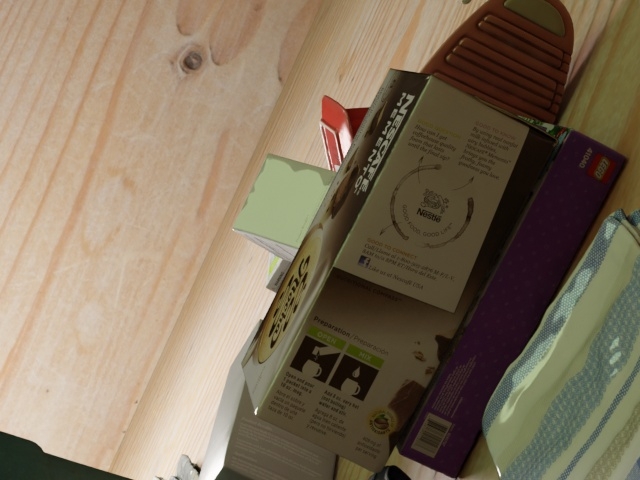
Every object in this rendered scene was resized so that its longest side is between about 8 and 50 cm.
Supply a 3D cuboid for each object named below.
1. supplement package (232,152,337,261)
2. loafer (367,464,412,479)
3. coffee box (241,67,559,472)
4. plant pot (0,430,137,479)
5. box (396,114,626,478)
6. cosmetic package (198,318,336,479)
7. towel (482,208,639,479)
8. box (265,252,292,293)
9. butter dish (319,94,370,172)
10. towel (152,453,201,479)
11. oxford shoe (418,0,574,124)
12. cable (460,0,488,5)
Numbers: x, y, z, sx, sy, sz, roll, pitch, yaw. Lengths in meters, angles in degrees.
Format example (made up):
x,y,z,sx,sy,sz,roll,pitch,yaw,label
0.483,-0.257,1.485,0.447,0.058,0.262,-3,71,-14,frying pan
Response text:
x,y,z,sx,sy,sz,roll,pitch,yaw,label
0.006,-0.021,1.510,0.179,0.105,0.105,18,80,39,supplement package
0.078,0.214,0.938,0.078,0.076,0.223,-48,10,4,loafer
0.056,0.016,1.051,0.297,0.118,0.168,-63,11,5,coffee box
-0.219,0.354,1.172,0.341,0.334,0.341,-45,36,47,plant pot
0.138,0.035,1.096,0.293,0.057,0.201,-63,12,6,box
-0.050,0.212,1.400,0.107,0.127,0.238,-58,10,33,cosmetic package
0.174,0.111,0.807,0.209,0.034,0.285,-61,11,19,towel
0.000,0.000,1.720,0.114,0.103,0.203,-59,12,22,box
0.073,-0.111,1.628,0.160,0.118,0.160,-131,29,-73,butter dish
-0.264,0.489,1.962,0.324,0.056,0.312,-64,10,-8,towel
0.115,-0.072,1.264,0.397,0.140,0.146,-59,4,13,oxford shoe
0.260,-0.371,1.442,0.287,0.072,0.139,-58,17,25,cable
